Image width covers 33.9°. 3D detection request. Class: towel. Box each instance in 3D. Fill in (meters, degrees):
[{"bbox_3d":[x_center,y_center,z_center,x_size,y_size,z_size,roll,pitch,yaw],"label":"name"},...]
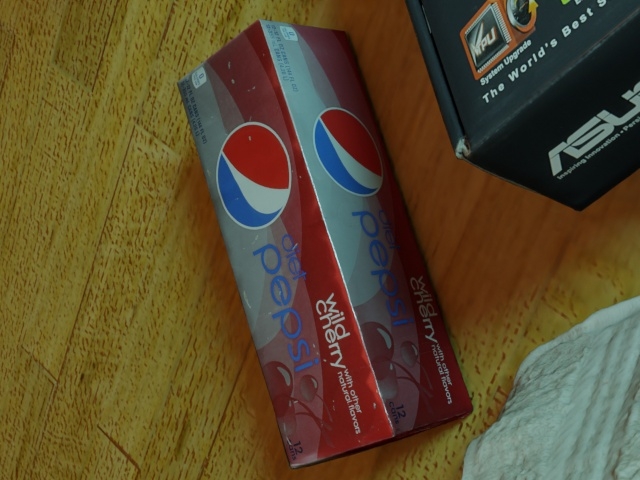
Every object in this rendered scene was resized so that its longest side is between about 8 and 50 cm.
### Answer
[{"bbox_3d":[0.131,0.097,0.439,0.049,0.282,0.187,47,127,-8],"label":"towel"}]

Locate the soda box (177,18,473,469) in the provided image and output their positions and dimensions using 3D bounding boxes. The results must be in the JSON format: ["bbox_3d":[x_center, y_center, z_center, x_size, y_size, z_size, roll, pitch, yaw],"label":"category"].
[{"bbox_3d":[0.000,0.000,0.659,0.092,0.083,0.263,-27,76,40],"label":"soda box"}]

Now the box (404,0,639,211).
[{"bbox_3d":[0.181,-0.250,0.423,0.395,0.097,0.318,-39,46,36],"label":"box"}]
